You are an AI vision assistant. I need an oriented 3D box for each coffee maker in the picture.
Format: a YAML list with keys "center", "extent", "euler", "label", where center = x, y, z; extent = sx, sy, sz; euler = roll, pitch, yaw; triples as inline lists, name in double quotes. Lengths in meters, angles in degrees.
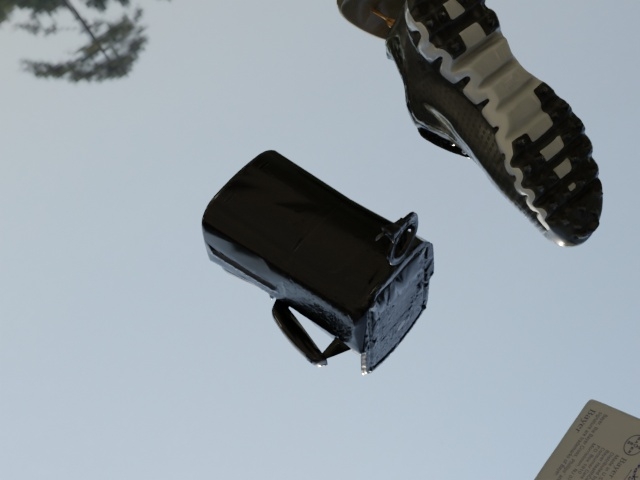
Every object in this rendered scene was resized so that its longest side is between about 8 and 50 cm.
- center: [0.000, 0.000, 0.882]
  extent: [0.178, 0.171, 0.120]
  euler: [31, -141, 23]
  label: "coffee maker"

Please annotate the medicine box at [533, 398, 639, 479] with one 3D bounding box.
- center: [0.369, 0.309, 0.950]
  extent: [0.149, 0.263, 0.289]
  euler: [-52, -155, -8]
  label: "medicine box"

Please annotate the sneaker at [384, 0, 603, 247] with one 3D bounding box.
- center: [0.128, -0.093, 0.805]
  extent: [0.078, 0.234, 0.106]
  euler: [-36, -178, -25]
  label: "sneaker"

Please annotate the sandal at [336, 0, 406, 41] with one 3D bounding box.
- center: [0.099, -0.185, 0.947]
  extent: [0.072, 0.180, 0.049]
  euler: [-47, -154, 34]
  label: "sandal"
